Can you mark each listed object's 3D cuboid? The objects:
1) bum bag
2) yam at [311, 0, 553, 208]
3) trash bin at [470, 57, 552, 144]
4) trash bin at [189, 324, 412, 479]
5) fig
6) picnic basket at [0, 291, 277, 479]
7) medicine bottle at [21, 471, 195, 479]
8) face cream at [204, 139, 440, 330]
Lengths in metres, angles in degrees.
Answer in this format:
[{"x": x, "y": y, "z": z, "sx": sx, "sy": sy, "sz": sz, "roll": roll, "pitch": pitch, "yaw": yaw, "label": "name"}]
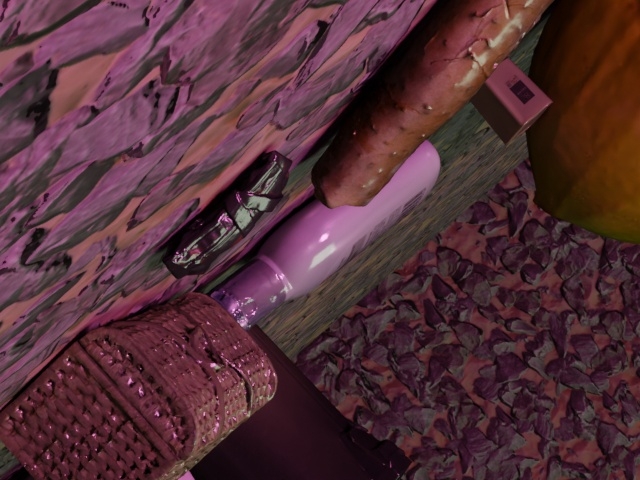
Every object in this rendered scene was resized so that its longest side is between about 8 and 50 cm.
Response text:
[{"x": -0.066, "y": -0.017, "z": 0.929, "sx": 0.124, "sy": 0.034, "sz": 0.058, "roll": -43, "pitch": 160, "yaw": 6, "label": "bum bag"}, {"x": 0.092, "y": -0.132, "z": 0.957, "sx": 0.071, "sy": 0.067, "sz": 0.317, "roll": -13, "pitch": 153, "yaw": -47, "label": "yam"}, {"x": 0.171, "y": -0.146, "z": 1.204, "sx": 0.043, "sy": 0.092, "sz": 0.061, "roll": -40, "pitch": 173, "yaw": -17, "label": "trash bin"}, {"x": -0.069, "y": 0.256, "z": 1.552, "sx": 0.252, "sy": 0.301, "sz": 0.203, "roll": -47, "pitch": 171, "yaw": 24, "label": "trash bin"}, {"x": 0.367, "y": -0.146, "z": 1.267, "sx": 0.343, "sy": 0.343, "sz": 0.343, "roll": -41, "pitch": 173, "yaw": -6, "label": "fig"}, {"x": -0.143, "y": 0.134, "z": 1.053, "sx": 0.154, "sy": 0.134, "sz": 0.196, "roll": -45, "pitch": 172, "yaw": 17, "label": "picnic basket"}, {"x": -0.295, "y": 0.376, "z": 1.414, "sx": 0.325, "sy": 0.212, "sz": 0.212, "roll": -45, "pitch": 172, "yaw": 35, "label": "medicine bottle"}, {"x": 0.000, "y": 0.000, "z": 1.260, "sx": 0.291, "sy": 0.071, "sz": 0.144, "roll": -39, "pitch": 173, "yaw": -29, "label": "face cream"}]
